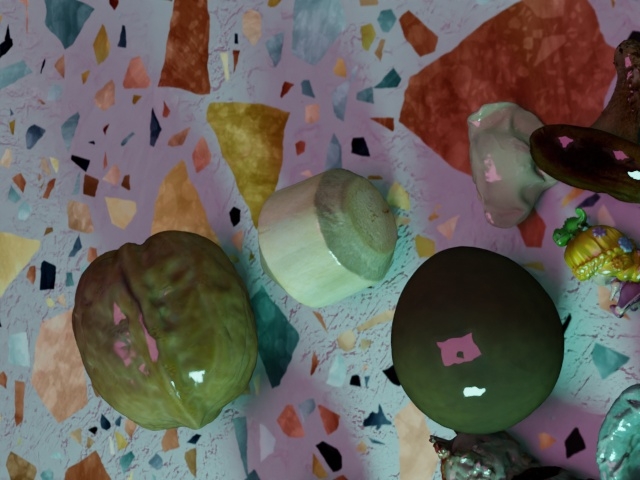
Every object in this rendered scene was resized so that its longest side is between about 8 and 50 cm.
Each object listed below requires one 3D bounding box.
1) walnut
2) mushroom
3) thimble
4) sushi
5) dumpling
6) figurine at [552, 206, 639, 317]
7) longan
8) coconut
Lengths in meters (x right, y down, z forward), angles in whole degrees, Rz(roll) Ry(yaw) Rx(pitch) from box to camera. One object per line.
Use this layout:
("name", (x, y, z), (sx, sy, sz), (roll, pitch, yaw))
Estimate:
("walnut", (-0.258, 0.161, 2.125), (0.306, 0.306, 0.344), (-35, 61, 33))
("mushroom", (0.413, -0.170, 1.705), (0.227, 0.148, 0.217), (21, 85, 29))
("thimble", (0.471, 0.290, 1.604), (0.198, 0.143, 0.235), (-23, 74, 51))
("sushi", (0.295, 0.364, 1.774), (0.332, 0.124, 0.130), (21, 101, 36))
("dumpling", (0.286, -0.110, 1.825), (0.134, 0.100, 0.169), (-8, 64, 1))
("figurine", (0.397, 0.014, 1.716), (0.156, 0.095, 0.115), (52, 130, 23))
("longan", (0.220, 0.141, 1.766), (0.258, 0.258, 0.258), (-1, 88, 39))
("coconut", (0.000, 0.000, 1.975), (0.222, 0.202, 0.202), (-24, 74, 33))
